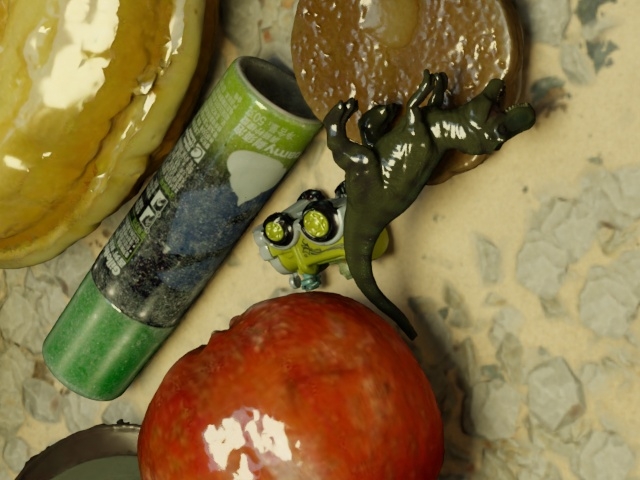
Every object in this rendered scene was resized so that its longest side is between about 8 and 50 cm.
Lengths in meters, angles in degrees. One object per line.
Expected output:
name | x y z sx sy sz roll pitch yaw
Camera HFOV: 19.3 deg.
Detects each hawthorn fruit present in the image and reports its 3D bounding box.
hawthorn fruit | 0.001 0.177 1.456 0.271 0.242 0.242 48 116 13

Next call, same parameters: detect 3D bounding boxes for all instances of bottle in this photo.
bottle | -0.123 -0.005 1.610 0.093 0.093 0.330 48 116 24

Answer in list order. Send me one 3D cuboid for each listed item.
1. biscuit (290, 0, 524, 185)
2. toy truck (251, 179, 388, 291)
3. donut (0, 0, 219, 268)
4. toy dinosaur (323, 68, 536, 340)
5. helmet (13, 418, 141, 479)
biscuit | 0.072 -0.151 1.496 0.208 0.049 0.181 30 107 29
toy truck | 0.000 0.000 1.543 0.111 0.076 0.077 -15 102 35
donut | -0.276 -0.198 1.650 0.449 0.198 0.448 0 91 34
toy dinosaur | 0.080 -0.032 1.422 0.187 0.087 0.178 -28 78 32
helmet | -0.153 0.317 1.572 0.305 0.225 0.177 -106 12 -47
